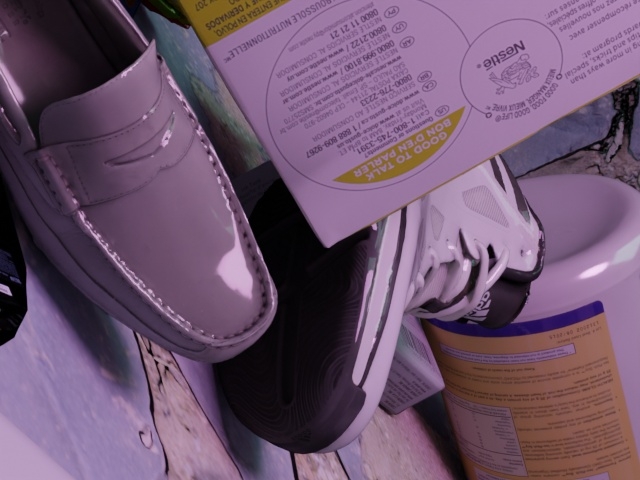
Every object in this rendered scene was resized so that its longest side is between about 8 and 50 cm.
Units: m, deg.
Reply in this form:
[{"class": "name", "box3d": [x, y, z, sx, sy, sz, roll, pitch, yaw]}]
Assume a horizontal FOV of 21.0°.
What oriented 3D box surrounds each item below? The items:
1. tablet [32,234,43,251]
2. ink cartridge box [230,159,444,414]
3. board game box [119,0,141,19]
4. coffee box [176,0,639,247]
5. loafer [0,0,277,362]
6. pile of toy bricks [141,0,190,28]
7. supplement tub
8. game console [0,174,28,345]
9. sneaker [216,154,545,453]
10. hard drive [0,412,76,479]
[{"class": "tablet", "box3d": [-0.149, 0.004, 1.034, 0.083, 0.006, 0.054, 49, 19, -45]}, {"class": "ink cartridge box", "box3d": [0.000, 0.000, 1.515, 0.275, 0.060, 0.239, 43, 22, -54]}, {"class": "board game box", "box3d": [-0.179, -0.236, 1.239, 0.160, 0.039, 0.211, 57, 25, -28]}, {"class": "coffee box", "box3d": [0.037, -0.265, 1.132, 0.334, 0.338, 0.337, 59, 2, -33]}, {"class": "loafer", "box3d": [-0.128, -0.066, 0.957, 0.319, 0.112, 0.111, 52, -26, -10]}, {"class": "pile of toy bricks", "box3d": [-0.159, -0.272, 1.413, 0.212, 0.118, 0.105, 40, -16, -34]}, {"class": "supplement tub", "box3d": [0.235, 0.128, 1.671, 0.241, 0.241, 0.331, -90, 165, -64]}, {"class": "game console", "box3d": [-0.247, -0.082, 0.748, 0.213, 0.044, 0.361, 66, 12, 24]}, {"class": "sneaker", "box3d": [0.078, 0.018, 1.293, 0.257, 0.169, 0.447, 38, 35, -25]}, {"class": "hard drive", "box3d": [-0.131, 0.156, 0.703, 0.307, 0.040, 0.203, 52, 16, -39]}]
